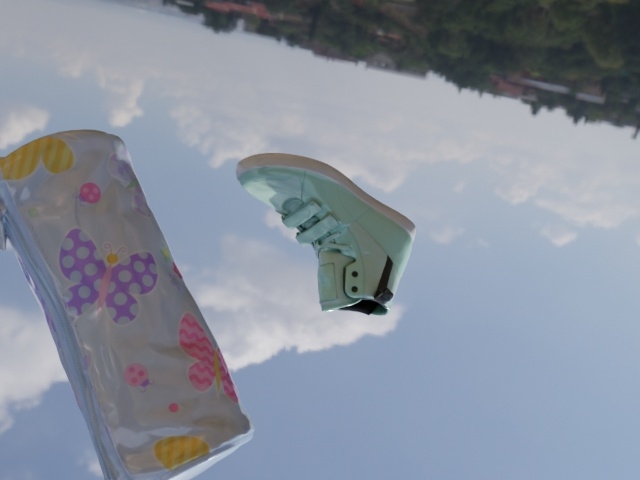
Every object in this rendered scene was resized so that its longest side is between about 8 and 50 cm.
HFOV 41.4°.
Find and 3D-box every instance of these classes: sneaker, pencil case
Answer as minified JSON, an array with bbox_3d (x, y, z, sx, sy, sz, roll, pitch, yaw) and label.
[{"bbox_3d":[0.001,0.000,1.032,0.256,0.151,0.094,26,150,-21],"label":"sneaker"},{"bbox_3d":[-0.151,0.053,0.625,0.113,0.273,0.124,-29,172,20],"label":"pencil case"}]
